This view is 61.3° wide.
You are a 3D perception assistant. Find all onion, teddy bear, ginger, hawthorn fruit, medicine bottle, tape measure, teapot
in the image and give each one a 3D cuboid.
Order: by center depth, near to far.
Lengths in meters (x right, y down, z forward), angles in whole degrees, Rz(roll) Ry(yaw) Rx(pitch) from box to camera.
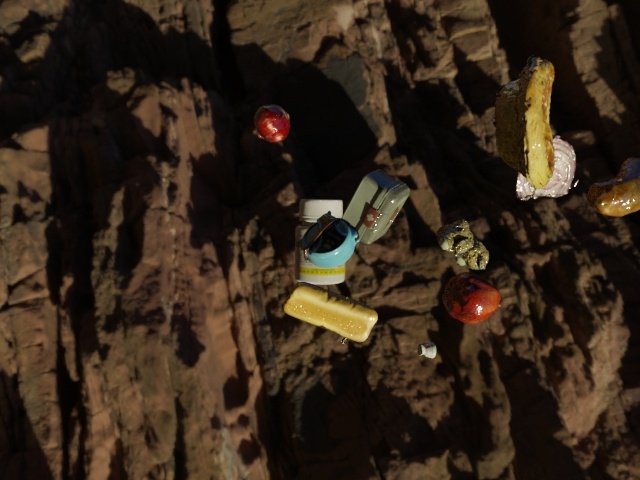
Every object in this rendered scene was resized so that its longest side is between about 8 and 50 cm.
[{"bbox_3d":[0.022,0.003,1.331,0.125,0.146,0.081,33,-21,38],"label":"tape measure"},{"bbox_3d":[0.487,0.189,1.755,0.179,0.174,0.173,4,69,-52],"label":"hawthorn fruit"},{"bbox_3d":[-0.159,-0.383,1.769,0.131,0.131,0.131,168,-90,-88],"label":"onion"},{"bbox_3d":[1.101,-0.181,1.951,0.172,0.321,0.165,52,-29,17],"label":"ginger"},{"bbox_3d":[0.425,0.437,2.183,0.083,0.064,0.064,-121,-144,-71],"label":"teapot"},{"bbox_3d":[0.000,0.000,2.216,0.208,0.209,0.339,-125,-144,-84],"label":"medicine bottle"},{"bbox_3d":[0.951,-0.320,2.327,0.146,0.315,0.279,-137,-132,-65],"label":"onion"},{"bbox_3d":[0.656,0.030,2.462,0.256,0.156,0.267,52,14,-4],"label":"teddy bear"}]

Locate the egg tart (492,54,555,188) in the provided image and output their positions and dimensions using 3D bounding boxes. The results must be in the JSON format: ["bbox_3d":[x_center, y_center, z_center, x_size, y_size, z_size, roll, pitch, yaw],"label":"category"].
[{"bbox_3d":[0.678,-0.383,1.794,0.443,0.178,0.442,-5,95,-62],"label":"egg tart"}]

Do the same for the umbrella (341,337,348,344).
[{"bbox_3d":[0.117,0.426,2.369,0.020,0.083,0.031,40,-1,-37],"label":"umbrella"}]

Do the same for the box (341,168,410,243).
[{"bbox_3d":[0.169,-0.106,1.674,0.129,0.148,0.210,39,-54,17],"label":"box"}]

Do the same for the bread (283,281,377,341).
[{"bbox_3d":[0.034,0.227,1.780,0.091,0.305,0.141,-72,-175,-63],"label":"bread"}]
